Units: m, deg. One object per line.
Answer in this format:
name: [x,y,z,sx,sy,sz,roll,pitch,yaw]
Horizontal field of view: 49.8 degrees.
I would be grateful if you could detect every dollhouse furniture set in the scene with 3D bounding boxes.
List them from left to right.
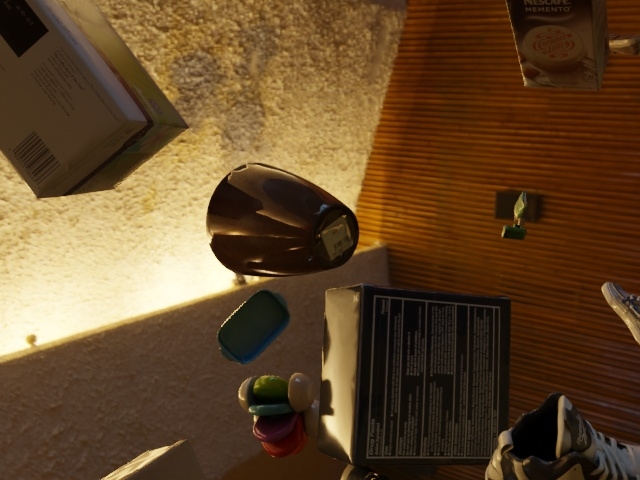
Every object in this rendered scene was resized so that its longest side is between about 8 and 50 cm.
dollhouse furniture set: [0.528,-0.066,1.884,0.076,0.059,0.151,95,-174,-50]

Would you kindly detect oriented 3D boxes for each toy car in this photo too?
toy car: [-0.081,0.355,1.373,0.136,0.159,0.181,-68,-38,-48]

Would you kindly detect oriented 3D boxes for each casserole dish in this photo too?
casserole dish: [-0.155,0.194,1.569,0.188,0.037,0.114,-45,-72,-13]

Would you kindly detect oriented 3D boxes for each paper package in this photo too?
paper package: [-0.393,0.688,1.623,0.310,0.168,0.324,-23,-92,-54]

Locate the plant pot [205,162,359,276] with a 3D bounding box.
plant pot: [-0.048,-0.023,1.212,0.216,0.231,0.215,-10,-75,-41]

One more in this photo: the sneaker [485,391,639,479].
sneaker: [0.299,0.233,0.749,0.094,0.235,0.153,-78,-19,-49]

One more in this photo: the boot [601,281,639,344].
boot: [0.677,0.140,1.449,0.069,0.190,0.086,15,-54,-33]

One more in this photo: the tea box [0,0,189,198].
tea box: [-0.458,-0.273,1.249,0.329,0.220,0.323,53,-169,-1]

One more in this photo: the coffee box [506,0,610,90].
coffee box: [0.413,-0.377,1.191,0.246,0.141,0.098,50,-124,-52]

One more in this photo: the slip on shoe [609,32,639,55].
slip on shoe: [0.667,-0.445,1.566,0.051,0.135,0.041,-32,-61,-23]

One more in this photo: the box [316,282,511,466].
box: [0.162,0.236,1.222,0.294,0.183,0.296,7,-100,-21]

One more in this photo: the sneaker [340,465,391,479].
sneaker: [0.074,0.490,1.125,0.086,0.163,0.226,11,-101,-19]
